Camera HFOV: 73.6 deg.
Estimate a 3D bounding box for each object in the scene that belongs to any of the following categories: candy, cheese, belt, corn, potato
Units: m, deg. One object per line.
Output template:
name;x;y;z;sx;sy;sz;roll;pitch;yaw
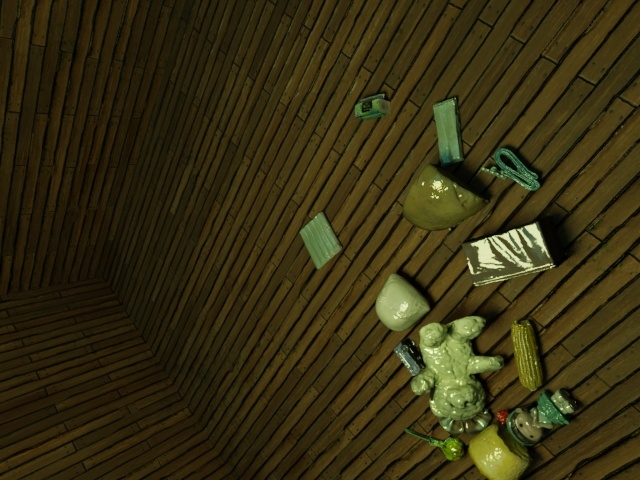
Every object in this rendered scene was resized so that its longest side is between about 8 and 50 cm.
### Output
candy;0.444;0.795;1.697;0.262;0.077;0.073;3;115;45
cheese;0.303;0.249;1.649;0.189;0.154;0.198;-50;63;11
belt;0.623;-0.215;1.384;0.179;0.065;0.100;48;113;23
corn;0.686;0.380;1.423;0.080;0.080;0.238;-9;90;39
potato;0.404;-0.109;1.489;0.211;0.189;0.264;49;123;21

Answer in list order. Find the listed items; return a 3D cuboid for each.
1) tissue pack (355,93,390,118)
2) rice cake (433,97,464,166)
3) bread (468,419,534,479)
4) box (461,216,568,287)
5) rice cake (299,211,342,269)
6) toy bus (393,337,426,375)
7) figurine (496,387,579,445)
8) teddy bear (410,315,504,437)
tissue pack;0.200;-0.515;1.648;0.111;0.085;0.079;-2;95;39
rice cake;0.450;-0.377;1.504;0.085;0.040;0.226;-6;93;38
bread;0.616;0.740;1.478;0.197;0.197;0.170;43;108;25
box;0.611;0.034;1.356;0.252;0.188;0.153;-21;85;40
rice cake;0.000;0.000;1.920;0.189;0.037;0.198;-43;72;35
toy bus;0.371;0.473;1.689;0.167;0.073;0.076;53;127;22
figurine;0.719;0.574;1.417;0.245;0.110;0.138;-51;57;29
teddy bear;0.476;0.484;1.467;0.327;0.375;0.362;-11;66;1
